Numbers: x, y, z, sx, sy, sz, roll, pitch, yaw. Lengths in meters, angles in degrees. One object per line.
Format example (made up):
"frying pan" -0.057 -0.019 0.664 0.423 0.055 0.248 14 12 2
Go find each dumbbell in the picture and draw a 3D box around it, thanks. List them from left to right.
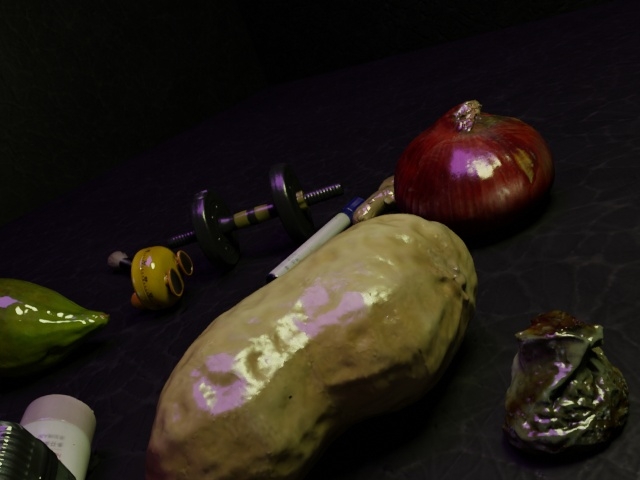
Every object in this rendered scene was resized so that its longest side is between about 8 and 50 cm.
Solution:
"dumbbell" -0.115 -0.041 1.237 0.325 0.143 0.143 -18 20 12

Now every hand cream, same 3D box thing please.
"hand cream" -0.296 0.269 0.723 0.133 0.083 0.248 -21 29 7

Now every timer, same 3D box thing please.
"timer" -0.276 0.065 1.187 0.109 0.107 0.107 -12 21 16

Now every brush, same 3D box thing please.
"brush" -0.349 0.053 1.398 0.042 0.039 0.299 -32 23 -30

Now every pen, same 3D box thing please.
"pen" 0.000 0.001 1.174 0.033 0.033 0.269 -5 25 39

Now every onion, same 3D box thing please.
"onion" 0.213 -0.099 1.038 0.248 0.161 0.248 -35 21 16

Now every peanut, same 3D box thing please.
"peanut" 0.006 0.109 0.675 0.387 0.170 0.192 -35 29 -28

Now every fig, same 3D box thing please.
"fig" -0.464 0.147 1.136 0.233 0.167 0.167 23 33 10

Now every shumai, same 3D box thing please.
"shumai" 0.195 0.110 0.592 0.098 0.087 0.124 -6 26 34

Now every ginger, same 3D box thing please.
"ginger" 0.144 -0.088 1.223 0.258 0.065 0.149 -36 10 -20

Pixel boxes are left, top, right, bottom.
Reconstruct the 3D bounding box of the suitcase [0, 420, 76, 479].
"suitcase" -0.365 0.285 0.595 0.312 0.128 0.202 -18 40 7
